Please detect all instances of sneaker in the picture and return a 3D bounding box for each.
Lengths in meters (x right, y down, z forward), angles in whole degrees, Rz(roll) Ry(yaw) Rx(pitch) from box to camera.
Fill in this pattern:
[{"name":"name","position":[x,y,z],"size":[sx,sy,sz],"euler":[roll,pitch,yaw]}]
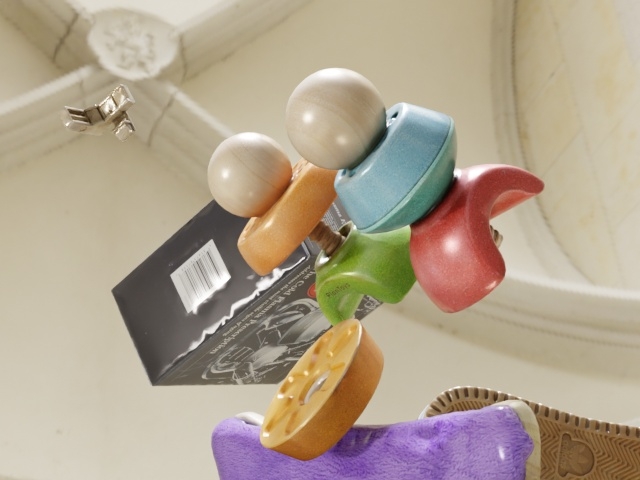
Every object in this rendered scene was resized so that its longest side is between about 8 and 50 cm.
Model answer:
[{"name":"sneaker","position":[0.198,0.203,0.895],"size":[0.282,0.153,0.099],"euler":[21,-114,-3]}]

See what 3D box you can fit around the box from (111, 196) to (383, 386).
[{"name":"box","position":[-0.079,0.064,1.682],"size":[0.313,0.343,0.179],"euler":[8,-132,-55]}]

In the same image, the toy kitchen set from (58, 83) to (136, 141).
[{"name":"toy kitchen set","position":[-0.321,-0.181,1.608],"size":[0.075,0.083,0.068],"euler":[3,-127,-60]}]

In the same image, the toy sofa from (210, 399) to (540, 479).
[{"name":"toy sofa","position":[-0.017,0.206,0.694],"size":[0.150,0.363,0.177],"euler":[-8,-93,-36]}]

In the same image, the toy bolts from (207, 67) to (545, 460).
[{"name":"toy bolts","position":[0.000,0.000,0.693],"size":[0.158,0.228,0.218],"euler":[39,-129,-13]}]
